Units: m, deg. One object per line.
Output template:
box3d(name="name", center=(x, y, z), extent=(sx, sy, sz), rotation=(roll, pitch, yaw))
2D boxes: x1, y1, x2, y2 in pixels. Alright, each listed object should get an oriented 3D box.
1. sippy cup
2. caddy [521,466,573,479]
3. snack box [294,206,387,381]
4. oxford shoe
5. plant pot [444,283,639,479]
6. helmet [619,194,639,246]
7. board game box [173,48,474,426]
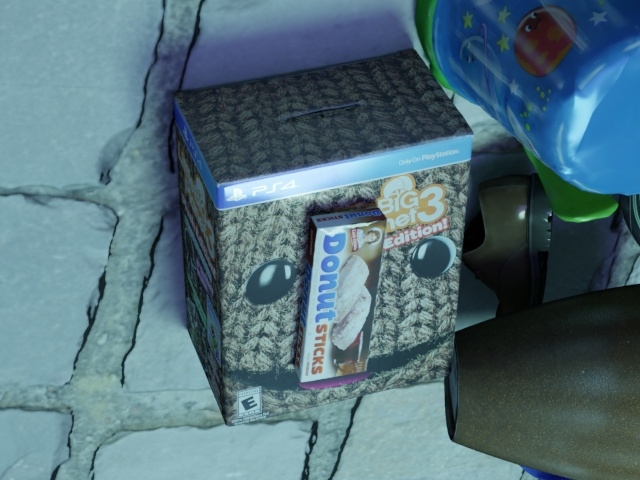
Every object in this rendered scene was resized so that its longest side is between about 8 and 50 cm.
box3d(name="sippy cup", center=(0.229, -0.163, 1.356), extent=(0.240, 0.224, 0.305), rotation=(-41, 132, 13))
box3d(name="caddy", center=(0.385, 0.235, 1.747), extent=(0.341, 0.241, 0.179), rotation=(8, 130, -30))
box3d(name="snack box", center=(0.017, 0.049, 1.379), extent=(0.064, 0.022, 0.178), rotation=(-8, 130, -17))
box3d(name="oxford shoe", center=(0.185, 0.014, 1.596), extent=(0.096, 0.082, 0.227), rotation=(3, 135, 7))
box3d(name="plant pot", center=(0.242, 0.143, 1.546), extent=(0.230, 0.215, 0.215), rotation=(1, 129, -3))
box3d(name="helmet", center=(0.373, -0.053, 1.546), extent=(0.162, 0.169, 0.169), rotation=(-22, 136, -33))
box3d(name="board game box", center=(0.000, 0.000, 1.445), extent=(0.232, 0.141, 0.291), rotation=(-12, 131, -14))
